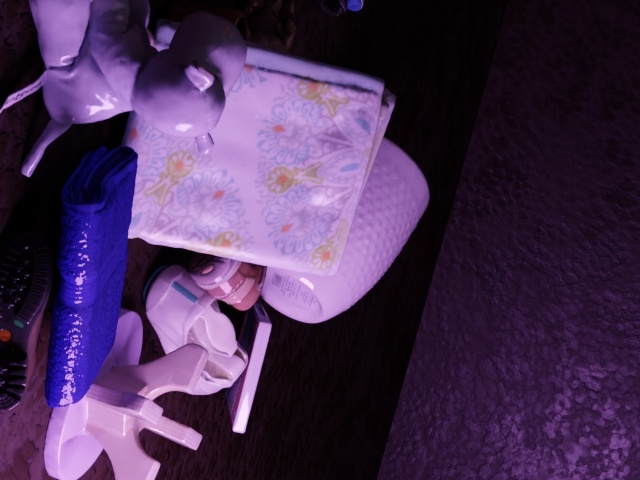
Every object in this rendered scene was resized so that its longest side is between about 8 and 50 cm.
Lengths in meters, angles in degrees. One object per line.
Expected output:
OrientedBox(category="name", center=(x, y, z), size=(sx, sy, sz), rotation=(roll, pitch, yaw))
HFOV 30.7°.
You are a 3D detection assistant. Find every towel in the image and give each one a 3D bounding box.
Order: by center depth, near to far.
OrientedBox(category="towel", center=(-0.317, 0.043, 1.558), size=(0.227, 0.076, 0.308), rotation=(-74, 175, -67))
OrientedBox(category="towel", center=(-0.101, -0.125, 1.699), size=(0.090, 0.374, 0.320), rotation=(-132, -123, -66))

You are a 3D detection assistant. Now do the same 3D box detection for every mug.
OrientedBox(category="mug", center=(0.000, 0.000, 2.277), size=(0.328, 0.276, 0.374), rotation=(-57, -175, -29))

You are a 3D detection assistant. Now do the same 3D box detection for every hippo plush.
OrientedBox(category="hippo plush", center=(-0.225, -0.232, 1.439), size=(0.234, 0.237, 0.294), rotation=(83, 29, -49))

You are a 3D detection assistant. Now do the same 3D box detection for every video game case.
OrientedBox(category="video game case", center=(-0.137, 0.227, 2.181), size=(0.285, 0.025, 0.204), rotation=(-143, -114, -81))

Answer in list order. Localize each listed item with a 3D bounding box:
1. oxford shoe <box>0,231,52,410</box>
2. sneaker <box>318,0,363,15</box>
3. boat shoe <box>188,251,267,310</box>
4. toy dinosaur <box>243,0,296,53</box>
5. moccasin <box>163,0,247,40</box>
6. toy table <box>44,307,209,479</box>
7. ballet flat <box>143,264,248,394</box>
OrientedBox(category="oxford shoe", center=(-0.395, 0.099, 1.498), size=(0.096, 0.083, 0.227), rotation=(173, -70, -85))
OrientedBox(category="sneaker", center=(0.037, -0.467, 2.265), size=(0.152, 0.058, 0.084), rotation=(48, 54, -63))
OrientedBox(category="boat shoe", center=(-0.135, 0.003, 1.942), size=(0.116, 0.123, 0.324), rotation=(50, 28, -23))
OrientedBox(category="toy dinosaur", center=(-0.097, -0.317, 1.931), size=(0.200, 0.127, 0.295), rotation=(96, 8, -47))
OrientedBox(category="moccasin", center=(-0.166, -0.176, 1.786), size=(0.139, 0.147, 0.380), rotation=(-35, 137, -62))
OrientedBox(category="toy table", center=(-0.288, 0.252, 1.764), size=(0.252, 0.161, 0.274), rotation=(33, 74, -70))
OrientedBox(category="ballet flat", center=(-0.196, 0.183, 2.006), size=(0.400, 0.139, 0.139), rotation=(74, 36, -57))
